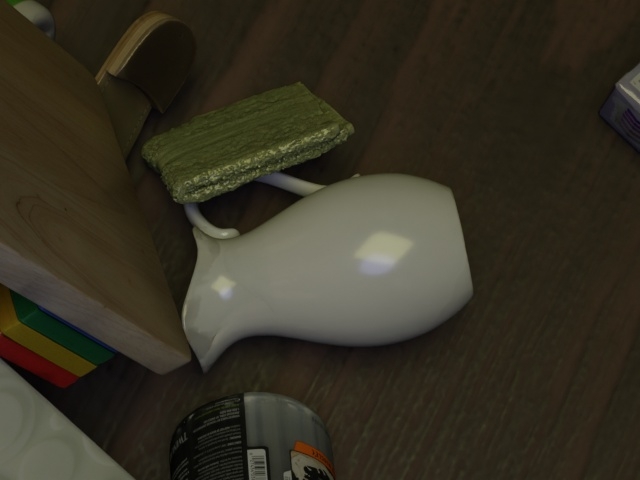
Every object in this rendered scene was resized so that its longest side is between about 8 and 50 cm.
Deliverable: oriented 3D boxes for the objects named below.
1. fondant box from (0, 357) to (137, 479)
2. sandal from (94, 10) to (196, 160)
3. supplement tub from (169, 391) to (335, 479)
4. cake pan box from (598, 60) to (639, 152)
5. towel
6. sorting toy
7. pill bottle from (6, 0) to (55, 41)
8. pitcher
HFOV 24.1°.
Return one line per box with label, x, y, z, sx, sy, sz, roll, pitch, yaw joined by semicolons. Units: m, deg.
fondant box;-0.284;0.169;0.948;0.238;0.096;0.330;-52;127;-16
sandal;-0.195;-0.082;1.151;0.079;0.088;0.240;31;80;40
supplement tub;-0.042;0.208;1.013;0.117;0.117;0.190;-3;48;-5
cake pan box;0.395;-0.107;1.201;0.246;0.070;0.267;44;75;11
towel;-0.057;-0.075;1.145;0.148;0.110;0.027;-22;120;-12
sorting toy;-0.213;-0.047;0.939;0.089;0.257;0.255;-30;58;12
pill bottle;-0.336;-0.176;1.125;0.245;0.136;0.136;32;74;5
pitcher;0.000;0.000;1.119;0.207;0.125;0.178;-11;59;4
